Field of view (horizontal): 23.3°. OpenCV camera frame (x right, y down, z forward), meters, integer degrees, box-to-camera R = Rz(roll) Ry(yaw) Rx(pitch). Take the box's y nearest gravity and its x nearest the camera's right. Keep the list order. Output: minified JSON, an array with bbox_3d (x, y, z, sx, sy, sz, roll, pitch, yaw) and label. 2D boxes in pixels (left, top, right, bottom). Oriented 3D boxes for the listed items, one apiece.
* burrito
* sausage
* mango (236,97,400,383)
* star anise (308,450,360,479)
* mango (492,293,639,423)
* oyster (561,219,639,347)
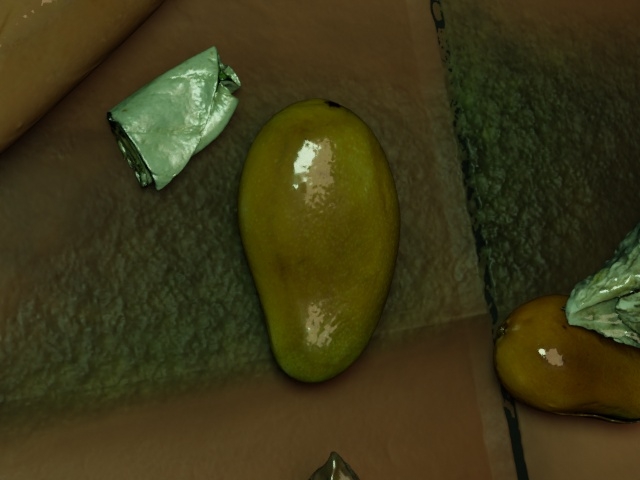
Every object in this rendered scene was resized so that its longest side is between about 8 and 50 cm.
[{"bbox_3d":[-0.111,-0.100,1.240,0.118,0.044,0.074,-38,94,-19],"label":"burrito"},{"bbox_3d":[-0.215,-0.167,1.167,0.121,0.121,0.304,45,69,-10],"label":"sausage"},{"bbox_3d":[0.000,0.000,1.244,0.136,0.099,0.227,-2,91,-27],"label":"mango"},{"bbox_3d":[0.032,0.276,1.222,0.214,0.099,0.220,-26,88,-37],"label":"star anise"},{"bbox_3d":[0.215,0.104,1.325,0.159,0.084,0.105,25,57,-33],"label":"mango"},{"bbox_3d":[0.341,-0.018,1.340,0.351,0.158,0.162,-37,105,-29],"label":"oyster"}]
